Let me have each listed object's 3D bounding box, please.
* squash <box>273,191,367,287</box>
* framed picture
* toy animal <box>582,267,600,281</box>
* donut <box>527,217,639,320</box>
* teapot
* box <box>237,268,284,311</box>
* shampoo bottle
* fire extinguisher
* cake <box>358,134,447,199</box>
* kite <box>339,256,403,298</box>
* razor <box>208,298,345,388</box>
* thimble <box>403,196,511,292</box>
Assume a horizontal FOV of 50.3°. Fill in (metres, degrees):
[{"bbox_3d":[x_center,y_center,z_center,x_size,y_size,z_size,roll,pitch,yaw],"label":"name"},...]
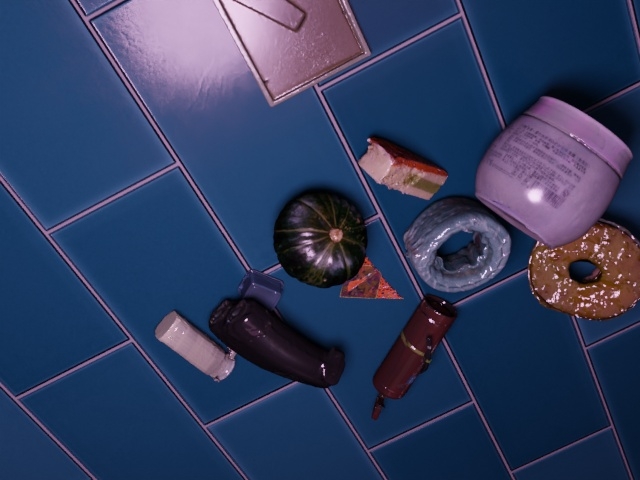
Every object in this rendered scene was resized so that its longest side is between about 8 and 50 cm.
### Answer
[{"bbox_3d":[0.000,0.000,1.487,0.218,0.218,0.172,26,149,-21],"label":"squash"},{"bbox_3d":[-0.069,-0.451,1.331,0.241,0.020,0.324,-27,118,6],"label":"framed picture"},{"bbox_3d":[0.729,0.121,1.741,0.089,0.083,0.150,0,126,43],"label":"toy animal"},{"bbox_3d":[0.634,0.063,1.645,0.272,0.107,0.272,2,100,11],"label":"donut"},{"bbox_3d":[-0.286,0.245,1.636,0.107,0.077,0.200,-49,116,-6],"label":"teapot"},{"bbox_3d":[-0.138,0.121,1.603,0.099,0.054,0.074,24,110,-20],"label":"box"},{"bbox_3d":[0.488,-0.143,1.445,0.273,0.273,0.266,34,99,-24],"label":"shampoo bottle"},{"bbox_3d":[0.220,0.304,1.721,0.105,0.141,0.341,30,111,6],"label":"fire extinguisher"},{"bbox_3d":[0.174,-0.164,1.514,0.220,0.116,0.086,6,125,-49],"label":"cake"},{"bbox_3d":[0.096,0.105,1.663,0.125,0.008,0.222,-34,117,12],"label":"kite"},{"bbox_3d":[-0.101,0.252,1.616,0.327,0.189,0.107,35,63,-27],"label":"razor"},{"bbox_3d":[0.305,0.007,1.567,0.235,0.143,0.198,-11,118,-5],"label":"thimble"}]
